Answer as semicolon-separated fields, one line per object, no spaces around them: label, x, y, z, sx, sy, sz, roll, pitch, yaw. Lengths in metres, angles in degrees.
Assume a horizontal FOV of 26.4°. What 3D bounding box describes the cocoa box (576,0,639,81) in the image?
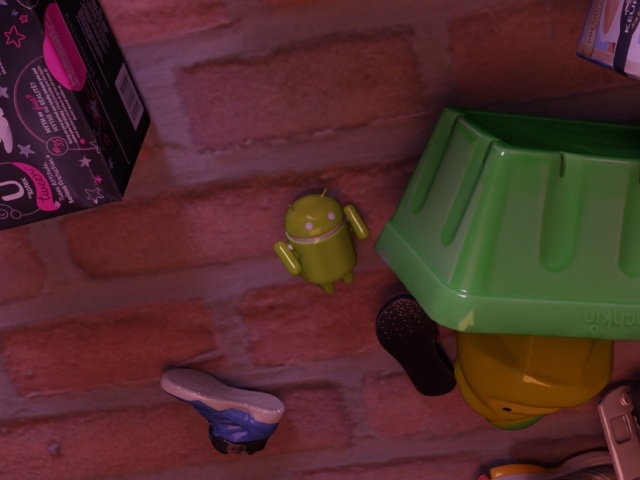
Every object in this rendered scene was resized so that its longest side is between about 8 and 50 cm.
cocoa box;0.388;-0.277;1.119;0.232;0.228;0.347;13;102;-8

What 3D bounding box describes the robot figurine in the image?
robot figurine;0.000;0.000;1.463;0.101;0.067;0.115;-26;123;-15

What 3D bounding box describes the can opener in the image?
can opener;0.396;0.301;1.585;0.076;0.095;0.283;-16;90;-15

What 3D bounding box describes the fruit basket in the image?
fruit basket;0.243;0.064;1.380;0.392;0.283;0.392;-5;111;-13

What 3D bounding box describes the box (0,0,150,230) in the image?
box;-0.282;-0.163;1.301;0.142;0.163;0.247;-12;123;13

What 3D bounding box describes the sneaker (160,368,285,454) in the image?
sneaker;-0.126;0.209;1.611;0.152;0.058;0.084;17;114;-18

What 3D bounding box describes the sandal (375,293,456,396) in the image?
sandal;0.109;0.115;1.562;0.067;0.040;0.179;-12;137;15

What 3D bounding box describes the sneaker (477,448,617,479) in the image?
sneaker;0.304;0.320;1.656;0.225;0.092;0.088;-11;123;2
